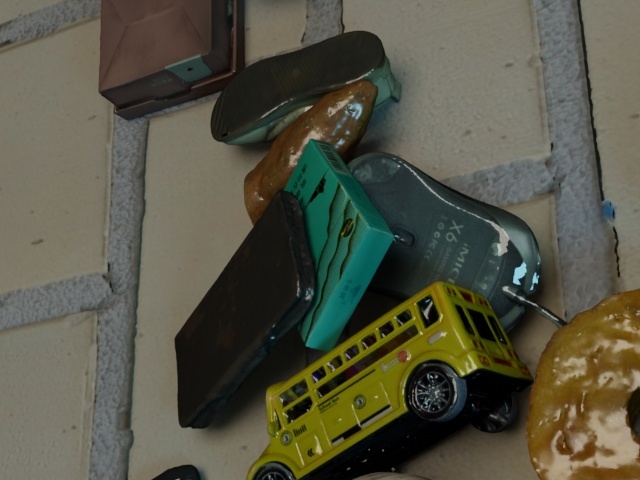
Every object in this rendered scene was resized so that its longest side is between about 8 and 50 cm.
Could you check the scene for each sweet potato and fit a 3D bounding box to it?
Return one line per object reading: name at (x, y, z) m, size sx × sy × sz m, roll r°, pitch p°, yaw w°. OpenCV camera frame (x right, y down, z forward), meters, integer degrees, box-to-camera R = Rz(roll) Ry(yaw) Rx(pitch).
sweet potato at (-0.016, -0.108, 1.459) m, size 0.252 × 0.097 × 0.097 m, roll -49°, pitch 52°, yaw 26°

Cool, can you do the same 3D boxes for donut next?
donut at (0.349, 0.180, 1.127) m, size 0.277 × 0.108 × 0.277 m, roll -16°, pitch 56°, yaw 26°

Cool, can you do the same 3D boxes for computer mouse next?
computer mouse at (0.154, 0.023, 1.333) m, size 0.379 × 0.090 × 0.167 m, roll 33°, pitch 107°, yaw 31°

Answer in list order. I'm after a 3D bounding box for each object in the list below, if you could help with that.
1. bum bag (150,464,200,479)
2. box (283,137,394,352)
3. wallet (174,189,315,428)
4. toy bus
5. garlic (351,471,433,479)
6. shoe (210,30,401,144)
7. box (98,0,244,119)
bum bag at (-0.170, 0.390, 1.382) m, size 0.123 × 0.060 × 0.248 m, roll -32°, pitch 55°, yaw 13°
box at (0.000, 0.000, 1.338) m, size 0.161 × 0.042 × 0.226 m, roll -63°, pitch 28°, yaw 22°
wallet at (-0.098, 0.093, 1.387) m, size 0.309 × 0.042 × 0.165 m, roll -51°, pitch 38°, yaw 37°
toy bus at (0.056, 0.186, 1.260) m, size 0.331 × 0.145 × 0.151 m, roll -36°, pitch 61°, yaw 24°
garlic at (0.129, 0.332, 1.168) m, size 0.253 × 0.245 × 0.245 m, roll -21°, pitch 52°, yaw -21°
shoe at (-0.023, -0.184, 1.524) m, size 0.275 × 0.098 × 0.103 m, roll -14°, pitch 54°, yaw 27°
box at (-0.222, -0.311, 1.699) m, size 0.215 × 0.086 × 0.215 m, roll -14°, pitch 63°, yaw 24°
